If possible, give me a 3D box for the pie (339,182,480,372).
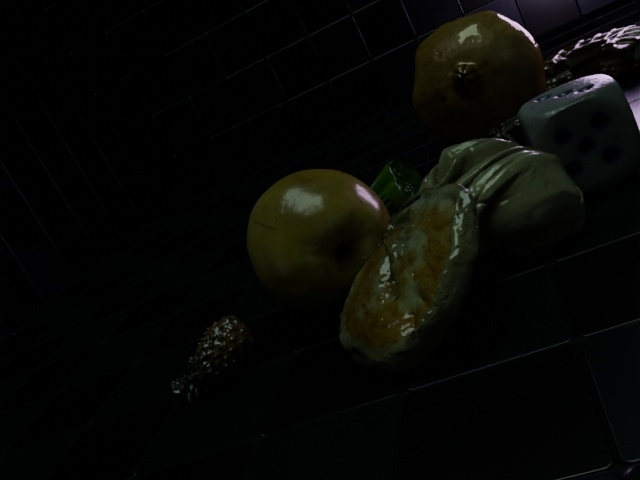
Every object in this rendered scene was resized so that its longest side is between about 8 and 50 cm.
[{"bbox_3d":[0.146,0.058,1.110,0.339,0.077,0.339,-48,23,28],"label":"pie"}]

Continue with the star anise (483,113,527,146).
[{"bbox_3d":[0.475,-0.250,1.746,0.209,0.089,0.231,-33,11,26],"label":"star anise"}]

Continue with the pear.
[{"bbox_3d":[0.000,0.000,1.375,0.314,0.314,0.314,-25,16,8],"label":"pear"}]

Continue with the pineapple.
[{"bbox_3d":[-0.214,0.237,1.307,0.198,0.108,0.108,-45,22,-28],"label":"pineapple"}]

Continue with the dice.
[{"bbox_3d":[0.514,-0.207,1.352,0.192,0.194,0.193,-23,18,18],"label":"dice"}]

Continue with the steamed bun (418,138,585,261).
[{"bbox_3d":[0.306,-0.077,1.254,0.276,0.203,0.289,-34,18,-17],"label":"steamed bun"}]

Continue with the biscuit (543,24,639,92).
[{"bbox_3d":[0.838,-0.552,2.070,0.366,0.115,0.268,-7,26,48],"label":"biscuit"}]

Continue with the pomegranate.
[{"bbox_3d":[0.432,-0.447,1.898,0.410,0.410,0.410,-25,16,8],"label":"pomegranate"}]

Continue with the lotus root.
[{"bbox_3d":[0.166,-0.072,1.597,0.186,0.186,0.186,-25,16,8],"label":"lotus root"}]
